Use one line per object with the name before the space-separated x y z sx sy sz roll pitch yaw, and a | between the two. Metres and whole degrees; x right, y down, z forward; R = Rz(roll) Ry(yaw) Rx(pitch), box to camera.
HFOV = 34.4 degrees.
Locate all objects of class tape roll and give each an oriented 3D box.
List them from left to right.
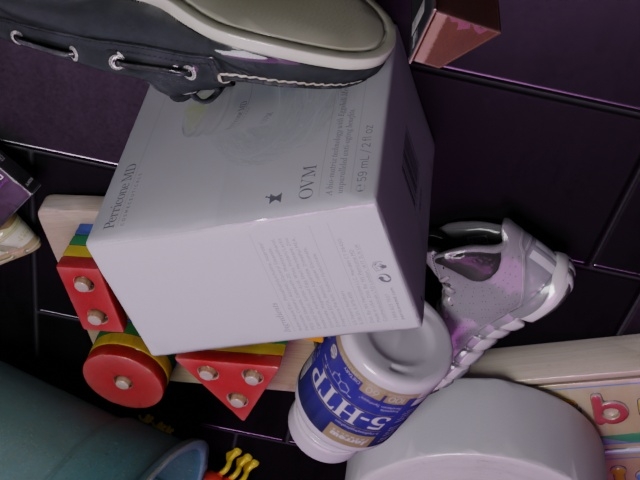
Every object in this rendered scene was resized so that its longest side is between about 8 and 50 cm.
tape roll | 0.167 0.274 1.116 0.286 0.100 0.286 5 133 5

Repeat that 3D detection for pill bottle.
pill bottle | 0.039 0.138 0.998 0.112 0.112 0.186 20 137 -10

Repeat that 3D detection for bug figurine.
bug figurine | -0.221 0.329 1.324 0.216 0.072 0.279 39 128 -25

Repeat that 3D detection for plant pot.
plant pot | -0.350 0.281 1.110 0.334 0.341 0.341 29 135 11

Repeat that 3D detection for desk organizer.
desk organizer | 0.097 -0.176 0.751 0.050 0.130 0.047 17 133 -9

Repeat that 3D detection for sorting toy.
sorting toy | -0.141 0.082 1.047 0.257 0.089 0.255 3 134 14

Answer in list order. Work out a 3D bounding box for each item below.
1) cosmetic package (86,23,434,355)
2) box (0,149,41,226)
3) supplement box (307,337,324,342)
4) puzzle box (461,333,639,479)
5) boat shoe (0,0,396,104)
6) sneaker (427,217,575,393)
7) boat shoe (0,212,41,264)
cosmetic package | -0.036 -0.042 0.834 0.225 0.224 0.138 -9 131 17
box | -0.362 -0.066 0.971 0.162 0.029 0.116 41 114 -17
supplement box | -0.002 0.037 0.963 0.036 0.098 0.062 10 134 7
puzzle box | 0.259 0.220 1.156 0.409 0.052 0.272 -8 131 17
boat shoe | -0.114 -0.163 0.801 0.340 0.127 0.113 12 135 1
sneaker | 0.123 0.052 1.008 0.132 0.086 0.229 39 121 -16
boat shoe | -0.354 0.021 1.066 0.153 0.056 0.048 -30 118 23
